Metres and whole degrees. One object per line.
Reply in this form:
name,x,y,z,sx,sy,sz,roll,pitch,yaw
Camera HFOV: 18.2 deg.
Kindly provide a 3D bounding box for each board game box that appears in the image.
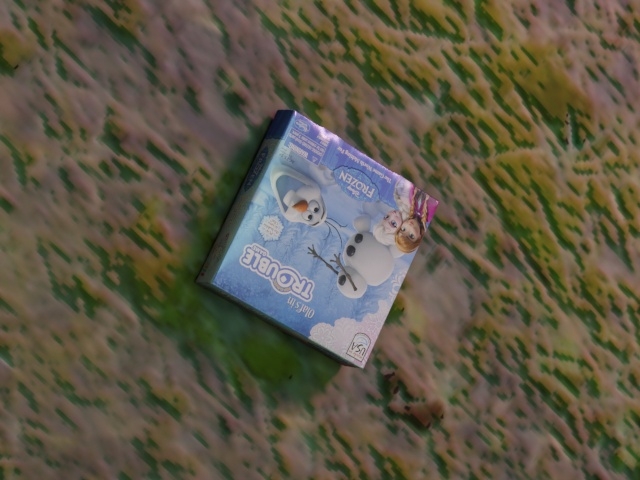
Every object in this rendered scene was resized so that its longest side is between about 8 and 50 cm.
board game box,0.000,0.000,0.923,0.090,0.020,0.090,30,79,-26
